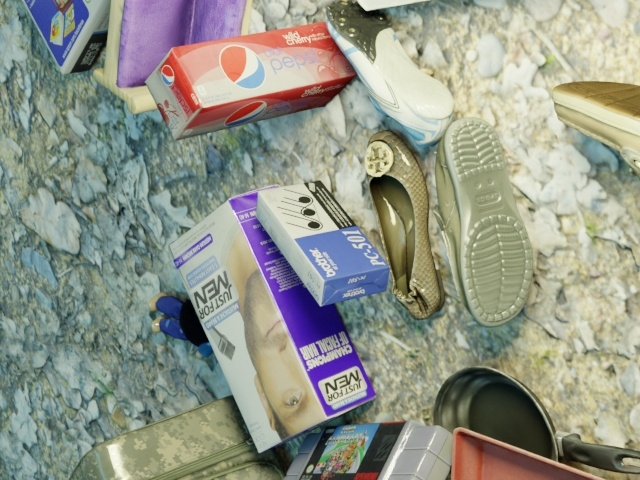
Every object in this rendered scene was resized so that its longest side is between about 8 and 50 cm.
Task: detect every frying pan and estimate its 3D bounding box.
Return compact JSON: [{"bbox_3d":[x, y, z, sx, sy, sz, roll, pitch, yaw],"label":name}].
[{"bbox_3d":[0.260,0.224,1.692,0.326,0.053,0.197,-33,79,47],"label":"frying pan"}]

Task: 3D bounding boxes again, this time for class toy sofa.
[{"bbox_3d":[-0.197,-0.356,1.923,0.177,0.150,0.362,36,128,37],"label":"toy sofa"}]

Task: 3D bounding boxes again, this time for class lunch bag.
[{"bbox_3d":[-0.195,0.406,2.090,0.256,0.305,0.212,60,142,19],"label":"lunch bag"}]

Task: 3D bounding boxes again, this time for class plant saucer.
[{"bbox_3d":[0.267,0.371,1.657,0.259,0.048,0.258,14,110,43],"label":"plant saucer"}]

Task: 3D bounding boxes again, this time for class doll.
[{"bbox_3d":[-0.201,0.122,2.184,0.189,0.046,0.129,9,111,47],"label":"doll"}]

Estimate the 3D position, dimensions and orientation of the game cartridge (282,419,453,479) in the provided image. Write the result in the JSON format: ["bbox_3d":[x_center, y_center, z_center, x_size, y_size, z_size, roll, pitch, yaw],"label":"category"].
[{"bbox_3d":[0.031,0.349,1.846,0.068,0.230,0.355,33,157,-20],"label":"game cartridge"}]

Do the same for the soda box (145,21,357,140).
[{"bbox_3d":[-0.084,-0.205,1.760,0.083,0.263,0.092,-42,72,47],"label":"soda box"}]

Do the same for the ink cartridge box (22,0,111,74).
[{"bbox_3d":[-0.399,-0.472,2.180,0.307,0.072,0.303,61,140,17],"label":"ink cartridge box"}]

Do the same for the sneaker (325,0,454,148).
[{"bbox_3d":[0.076,-0.209,1.721,0.237,0.085,0.086,53,144,26],"label":"sneaker"}]

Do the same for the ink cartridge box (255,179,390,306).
[{"bbox_3d":[0.000,0.000,1.829,0.207,0.097,0.046,54,146,44],"label":"ink cartridge box"}]

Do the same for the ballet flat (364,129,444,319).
[{"bbox_3d":[0.100,-0.017,1.779,0.084,0.058,0.249,-6,99,49],"label":"ballet flat"}]

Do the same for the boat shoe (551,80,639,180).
[{"bbox_3d":[0.361,-0.084,1.424,0.302,0.109,0.098,27,122,34],"label":"boat shoe"}]

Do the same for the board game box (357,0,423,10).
[{"bbox_3d":[0.159,-0.475,1.551,0.390,0.050,0.390,1,104,49],"label":"board game box"}]

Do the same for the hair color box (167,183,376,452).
[{"bbox_3d":[-0.074,0.114,1.991,0.185,0.110,0.338,-34,79,48],"label":"hair color box"}]

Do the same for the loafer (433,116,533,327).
[{"bbox_3d":[0.190,-0.021,1.667,0.087,0.094,0.251,168,95,-74],"label":"loafer"}]
